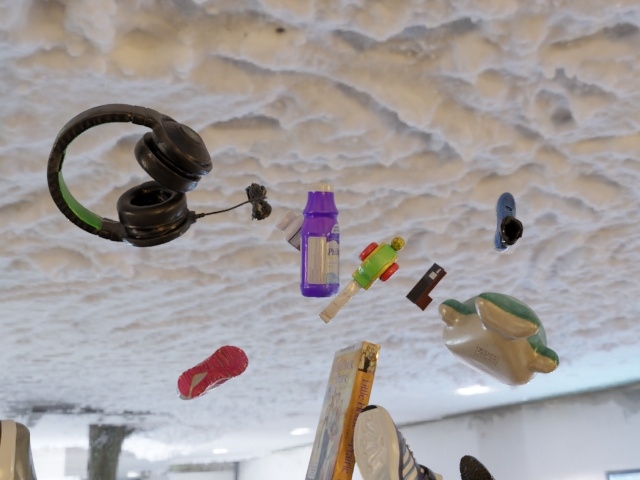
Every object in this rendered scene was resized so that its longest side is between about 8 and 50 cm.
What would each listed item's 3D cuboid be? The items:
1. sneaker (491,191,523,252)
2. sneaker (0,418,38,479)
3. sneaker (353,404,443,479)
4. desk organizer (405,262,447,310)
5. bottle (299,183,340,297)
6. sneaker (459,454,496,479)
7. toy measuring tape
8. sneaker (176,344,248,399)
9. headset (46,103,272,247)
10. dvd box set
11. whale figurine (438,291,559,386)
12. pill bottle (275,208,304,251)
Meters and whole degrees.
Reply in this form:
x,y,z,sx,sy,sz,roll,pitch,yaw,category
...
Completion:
x,y,z,sx,sy,sz,roll,pitch,yaw,category
0.447,-0.052,1.674,0.058,0.152,0.084,17,163,-7,sneaker
-0.274,0.332,0.790,0.179,0.295,0.124,-5,-171,-26,sneaker
0.218,0.595,1.873,0.130,0.322,0.236,-26,155,35,sneaker
0.308,0.132,2.009,0.050,0.130,0.047,41,180,-37,desk organizer
0.000,0.000,1.772,0.092,0.282,0.118,1,179,19,bottle
0.443,0.667,1.917,0.083,0.221,0.087,-34,-171,6,sneaker
0.122,0.105,2.015,0.330,0.121,0.121,-44,162,-10,toy measuring tape
-0.329,0.393,2.098,0.252,0.102,0.111,-21,168,-38,sneaker
-0.277,-0.109,1.271,0.395,0.185,0.243,16,116,-18,headset
0.059,0.515,2.054,0.062,0.420,0.307,18,162,-10,dvd box set
0.308,0.141,1.194,0.216,0.141,0.272,27,160,18,whale figurine
-0.043,-0.013,1.897,0.152,0.086,0.086,40,147,-8,pill bottle
